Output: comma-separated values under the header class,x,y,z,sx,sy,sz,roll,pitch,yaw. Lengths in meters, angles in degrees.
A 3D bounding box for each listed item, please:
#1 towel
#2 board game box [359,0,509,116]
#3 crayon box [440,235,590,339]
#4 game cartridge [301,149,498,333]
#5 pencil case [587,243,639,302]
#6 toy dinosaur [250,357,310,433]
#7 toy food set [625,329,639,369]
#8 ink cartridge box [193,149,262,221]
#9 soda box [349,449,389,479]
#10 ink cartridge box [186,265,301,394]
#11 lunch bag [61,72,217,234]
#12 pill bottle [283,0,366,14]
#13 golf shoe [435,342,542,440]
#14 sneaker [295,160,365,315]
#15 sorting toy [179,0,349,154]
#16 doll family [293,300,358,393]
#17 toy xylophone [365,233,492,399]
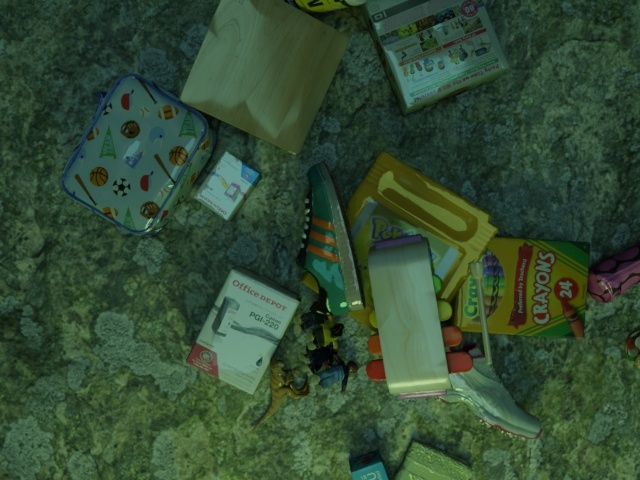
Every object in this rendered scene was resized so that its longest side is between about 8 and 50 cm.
class,x,y,z,sx,sy,sz,roll,pitch,yaw
towel,0.243,0.501,1.187,0.148,0.027,0.110,26,90,0
board game box,0.220,-0.443,1.139,0.224,0.097,0.303,-21,89,1
crayon box,0.384,0.092,1.154,0.319,0.081,0.202,3,91,0
game cartridge,0.157,0.024,1.122,0.285,0.053,0.323,33,98,13
pencil case,0.655,0.051,1.146,0.209,0.098,0.095,-30,91,1
toy dinosaur,-0.082,0.317,1.166,0.112,0.064,0.211,5,120,-8
toy food set,0.695,0.232,1.186,0.082,0.020,0.083,44,91,-1
ink cartridge box,-0.195,-0.113,1.164,0.089,0.052,0.122,35,92,-1
soda box,0.129,0.562,1.168,0.071,0.067,0.210,-20,90,0
ink cartridge box,-0.156,0.182,1.150,0.159,0.092,0.217,26,89,-1
lunch bag,-0.371,-0.180,1.135,0.243,0.115,0.303,32,91,2
pill bottle,-0.012,-0.508,1.083,0.209,0.119,0.119,6,91,37
golf shoe,0.335,0.300,1.144,0.306,0.115,0.140,29,87,-2
sneaker,0.000,0.000,1.084,0.121,0.108,0.302,-13,87,9
sorting toy,-0.114,-0.344,1.118,0.256,0.089,0.257,23,95,-15
doll family,0.016,0.224,1.154,0.076,0.111,0.192,1,100,44
toy xylophone,0.198,0.147,1.044,0.236,0.081,0.322,-1,88,14
